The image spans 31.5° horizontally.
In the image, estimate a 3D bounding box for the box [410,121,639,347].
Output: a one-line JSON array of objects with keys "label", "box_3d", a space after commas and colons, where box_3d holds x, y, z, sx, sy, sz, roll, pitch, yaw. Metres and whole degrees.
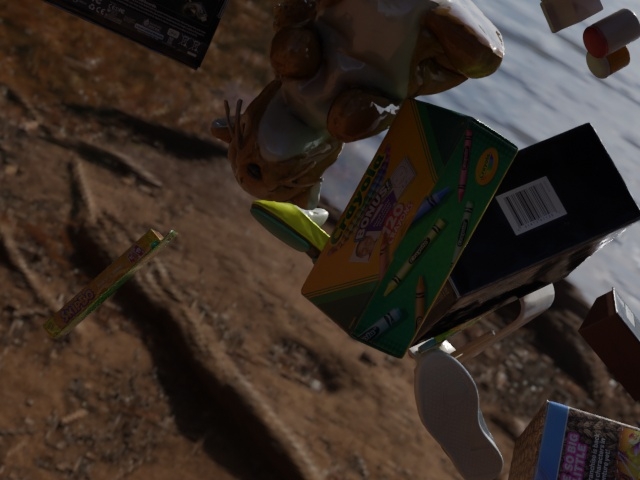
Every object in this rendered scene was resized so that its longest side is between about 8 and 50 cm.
[{"label": "box", "box_3d": [0.279, -0.001, 1.830, 0.343, 0.312, 0.179, -22, 75, -18]}]

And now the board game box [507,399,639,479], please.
[{"label": "board game box", "box_3d": [0.365, 0.357, 1.331, 0.291, 0.141, 0.232, 18, 58, 3]}]

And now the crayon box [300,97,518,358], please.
[{"label": "crayon box", "box_3d": [0.099, -0.020, 1.333, 0.081, 0.278, 0.165, 27, 3, -26]}]

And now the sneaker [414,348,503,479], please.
[{"label": "sneaker", "box_3d": [0.205, 0.267, 1.885, 0.295, 0.104, 0.147, 62, -3, -33]}]

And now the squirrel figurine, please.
[{"label": "squirrel figurine", "box_3d": [0.028, -0.223, 1.534, 0.281, 0.370, 0.397, 34, 23, -6]}]

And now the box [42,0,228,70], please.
[{"label": "box", "box_3d": [-0.275, -0.441, 1.442, 0.395, 0.318, 0.097, 22, 8, -14]}]

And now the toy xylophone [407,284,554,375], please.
[{"label": "toy xylophone", "box_3d": [0.290, 0.158, 2.103, 0.236, 0.323, 0.081, -12, 68, -57]}]

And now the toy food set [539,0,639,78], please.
[{"label": "toy food set", "box_3d": [0.271, -0.280, 1.283, 0.232, 0.104, 0.111, 64, -12, -13]}]

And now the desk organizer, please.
[{"label": "desk organizer", "box_3d": [0.345, 0.120, 1.283, 0.130, 0.050, 0.047, 48, 29, -23]}]

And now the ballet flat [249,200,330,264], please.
[{"label": "ballet flat", "box_3d": [0.000, 0.000, 1.677, 0.231, 0.077, 0.077, 41, -17, -11]}]

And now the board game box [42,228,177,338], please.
[{"label": "board game box", "box_3d": [-0.346, 0.064, 1.889, 0.039, 0.259, 0.124, 51, -3, 0]}]
